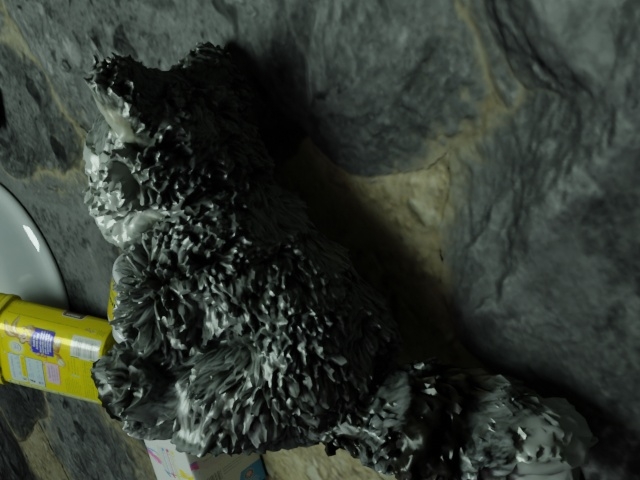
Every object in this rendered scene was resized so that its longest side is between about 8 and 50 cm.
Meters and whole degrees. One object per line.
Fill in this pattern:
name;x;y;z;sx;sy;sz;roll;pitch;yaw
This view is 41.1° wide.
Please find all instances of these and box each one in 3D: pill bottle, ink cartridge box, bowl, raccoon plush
pill bottle;-0.209;0.070;0.975;0.065;0.065;0.116;41;138;22
ink cartridge box;-0.139;0.225;0.974;0.089;0.092;0.143;4;114;46
bowl;-0.500;0.064;1.227;0.297;0.134;0.298;26;129;36
raccoon plush;0.000;0.000;0.684;0.446;0.216;0.299;5;105;12

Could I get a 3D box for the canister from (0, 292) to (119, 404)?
canister;-0.343;0.143;1.105;0.169;0.073;0.126;12;125;9
